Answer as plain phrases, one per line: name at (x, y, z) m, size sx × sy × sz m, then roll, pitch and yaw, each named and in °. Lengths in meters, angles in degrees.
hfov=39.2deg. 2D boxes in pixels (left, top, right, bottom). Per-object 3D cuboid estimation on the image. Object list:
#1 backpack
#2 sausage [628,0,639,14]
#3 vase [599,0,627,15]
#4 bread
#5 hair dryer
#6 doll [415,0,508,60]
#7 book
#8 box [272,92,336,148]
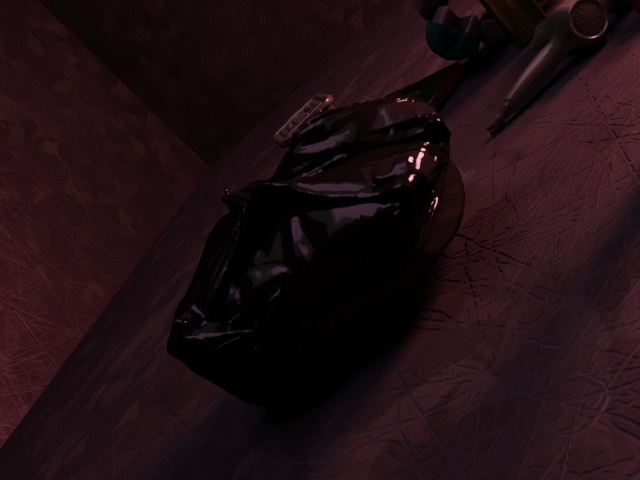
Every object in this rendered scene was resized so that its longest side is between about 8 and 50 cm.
backpack at (0.000, 0.000, 1.157) m, size 0.445 × 0.255 × 0.363 m, roll -35°, pitch 23°, yaw 27°
sausage at (0.335, -0.265, 0.891) m, size 0.083 × 0.264 × 0.083 m, roll -40°, pitch 11°, yaw 9°
vase at (0.460, -0.401, 1.265) m, size 0.183 × 0.120 × 0.120 m, roll -57°, pitch 4°, yaw 38°
bread at (0.333, -0.421, 1.598) m, size 0.074 × 0.139 × 0.084 m, roll -43°, pitch 14°, yaw 14°
hair dryer at (0.322, -0.257, 1.365) m, size 0.237 × 0.075 × 0.206 m, roll -53°, pitch 7°, yaw 1°
doll at (0.254, -0.427, 1.748) m, size 0.258 × 0.194 × 0.153 m, roll 24°, pitch 98°, yaw 68°
book at (0.116, -0.186, 1.776) m, size 0.371 × 0.043 × 0.260 m, roll -53°, pitch 18°, yaw -24°
box at (-0.005, -0.240, 2.084) m, size 0.163 × 0.135 × 0.243 m, roll -44°, pitch 13°, yaw 1°
